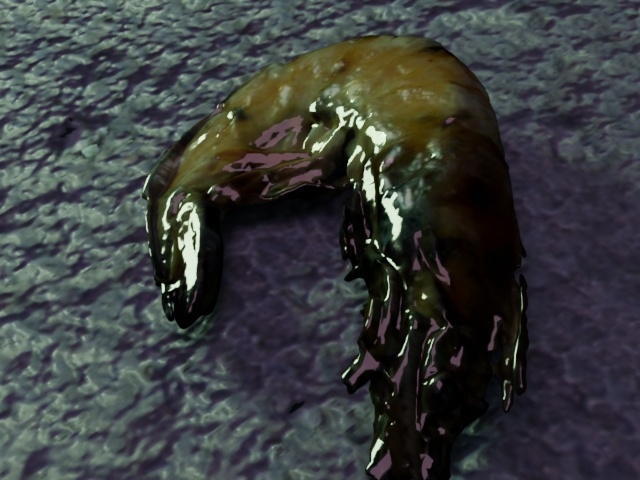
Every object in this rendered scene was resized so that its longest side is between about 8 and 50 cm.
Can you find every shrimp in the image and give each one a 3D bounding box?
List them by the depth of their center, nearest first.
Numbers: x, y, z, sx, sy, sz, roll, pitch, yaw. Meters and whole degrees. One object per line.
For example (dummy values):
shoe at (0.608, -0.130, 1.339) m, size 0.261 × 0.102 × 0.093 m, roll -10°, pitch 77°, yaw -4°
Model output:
shrimp at (0.000, 0.000, 0.701) m, size 0.233 × 0.071 × 0.365 m, roll -11°, pitch 45°, yaw 11°
